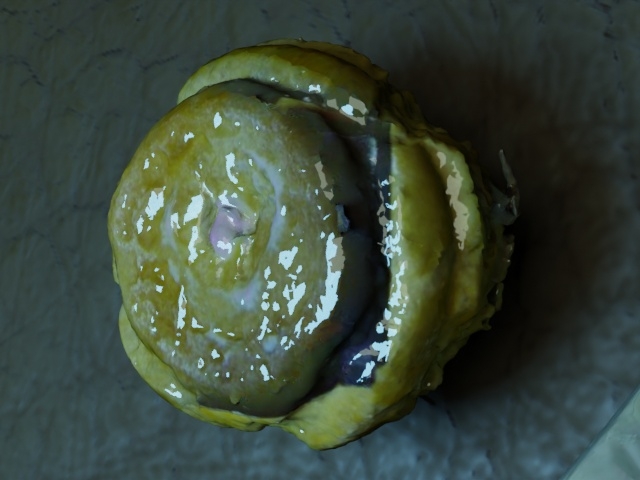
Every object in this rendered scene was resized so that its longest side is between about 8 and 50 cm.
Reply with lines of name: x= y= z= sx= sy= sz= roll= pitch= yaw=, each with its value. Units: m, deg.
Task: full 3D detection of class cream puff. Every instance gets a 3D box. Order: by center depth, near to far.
cream puff: x=0.000 y=0.000 z=0.698 sx=0.189 sy=0.129 sz=0.189 roll=0 pitch=91 yaw=38

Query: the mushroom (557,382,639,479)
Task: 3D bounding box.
mushroom: x=0.188 y=0.205 z=0.539 sx=0.407 sy=0.154 sz=0.137 roll=60 pitch=155 yaw=27
